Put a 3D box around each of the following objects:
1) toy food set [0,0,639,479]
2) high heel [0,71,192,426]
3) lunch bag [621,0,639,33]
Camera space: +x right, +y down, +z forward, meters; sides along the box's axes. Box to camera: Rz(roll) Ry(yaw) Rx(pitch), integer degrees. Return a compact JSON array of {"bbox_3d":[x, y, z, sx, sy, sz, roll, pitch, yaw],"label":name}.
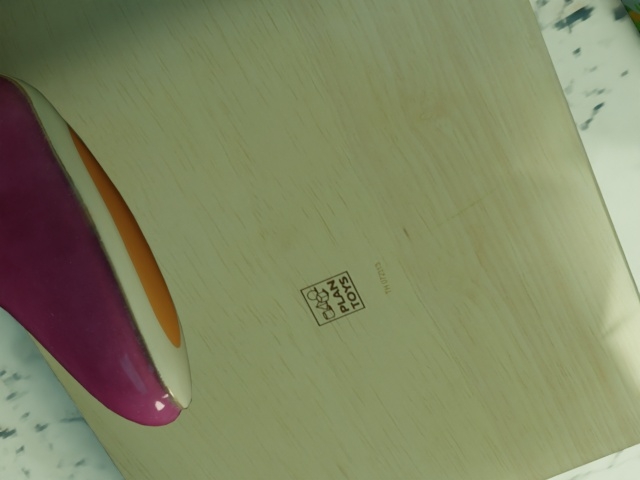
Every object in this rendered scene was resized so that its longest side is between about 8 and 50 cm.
[{"bbox_3d":[0.000,0.000,0.562,0.220,0.092,0.306,-23,119,9],"label":"toy food set"},{"bbox_3d":[-0.136,-0.019,0.428,0.117,0.244,0.082,-34,158,-4],"label":"high heel"},{"bbox_3d":[0.201,-0.138,0.542,0.176,0.090,0.219,-39,121,-1],"label":"lunch bag"}]
